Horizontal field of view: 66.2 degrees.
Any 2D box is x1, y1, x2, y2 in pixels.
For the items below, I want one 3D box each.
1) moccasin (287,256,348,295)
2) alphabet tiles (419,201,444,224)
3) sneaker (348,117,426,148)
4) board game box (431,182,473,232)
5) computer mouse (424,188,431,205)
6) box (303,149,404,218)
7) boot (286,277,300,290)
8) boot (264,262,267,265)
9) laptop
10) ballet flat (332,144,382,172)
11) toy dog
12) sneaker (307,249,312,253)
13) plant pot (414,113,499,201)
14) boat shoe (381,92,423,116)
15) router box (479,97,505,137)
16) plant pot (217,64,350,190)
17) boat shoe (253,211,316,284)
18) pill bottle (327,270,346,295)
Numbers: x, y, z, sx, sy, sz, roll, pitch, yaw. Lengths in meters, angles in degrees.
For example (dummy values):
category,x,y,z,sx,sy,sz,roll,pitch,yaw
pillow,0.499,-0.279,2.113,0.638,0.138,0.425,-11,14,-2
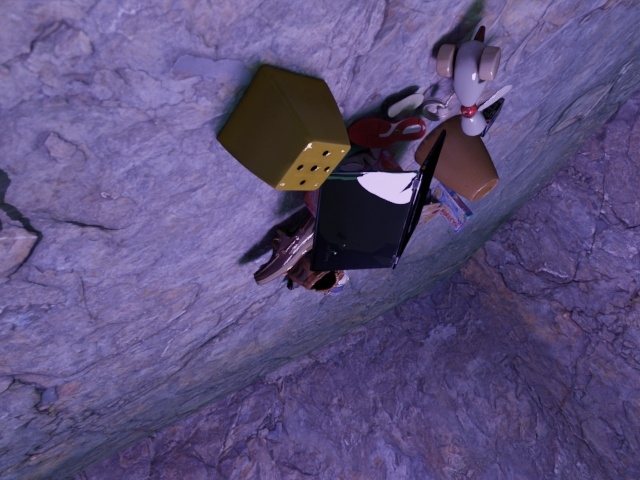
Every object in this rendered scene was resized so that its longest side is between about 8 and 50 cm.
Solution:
category,x,y,z,sx,sy,sz,roll,pitch,yaw
moccasin,0.013,0.140,1.877,0.139,0.147,0.380,-47,161,5
alphabet tiles,0.370,-0.081,2.168,0.342,0.011,0.285,-13,161,-25
sneaker,0.181,-0.306,1.418,0.221,0.087,0.128,-2,-173,-7
board game box,0.573,-0.150,2.163,0.035,0.201,0.136,-25,157,-21
computer mouse,0.454,-0.139,2.208,0.184,0.060,0.262,-17,153,-36
box,0.116,-0.159,1.555,0.299,0.142,0.154,-19,154,-33
boot,-0.043,0.151,2.084,0.228,0.091,0.263,-25,147,-21
boot,-0.161,0.112,1.861,0.157,0.059,0.084,-12,157,-42
laptop,0.175,-0.118,1.492,0.408,0.236,0.382,-54,161,-43
ballet flat,0.116,-0.246,1.448,0.247,0.087,0.083,-22,156,-29
toy dog,0.423,-0.452,1.364,0.161,0.220,0.334,-62,172,-15
sneaker,0.001,0.001,1.849,0.152,0.058,0.084,-40,168,32
plant pot,0.503,-0.268,1.735,0.237,0.254,0.237,-30,160,-12
boat shoe,0.232,-0.388,1.380,0.132,0.042,0.049,-26,137,-20
router box,0.602,-0.442,1.747,0.122,0.038,0.092,-53,163,-13
plant pot,-0.062,-0.226,1.093,0.212,0.187,0.212,-6,146,-50
boat shoe,-0.107,0.009,1.645,0.342,0.123,0.123,-40,-170,7
pill bottle,0.072,0.184,2.297,0.094,0.094,0.169,-26,158,-21
